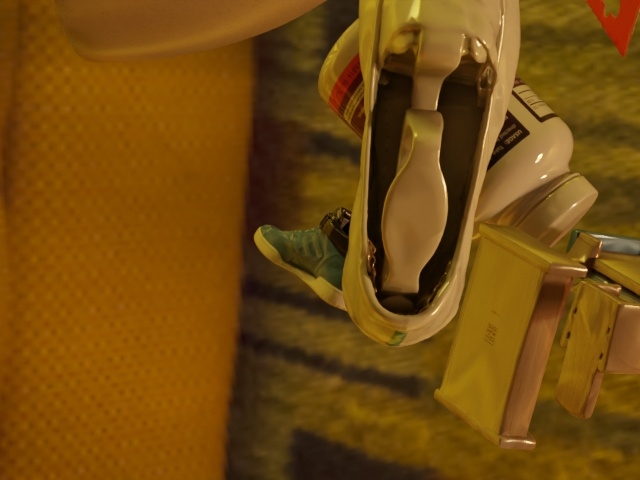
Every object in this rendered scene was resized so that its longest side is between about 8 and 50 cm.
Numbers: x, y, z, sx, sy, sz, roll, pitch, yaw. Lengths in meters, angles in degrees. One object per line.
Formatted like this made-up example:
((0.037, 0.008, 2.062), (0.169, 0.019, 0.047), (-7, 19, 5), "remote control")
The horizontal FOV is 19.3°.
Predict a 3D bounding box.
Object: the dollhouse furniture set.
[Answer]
((0.323, 0.123, 1.954), (0.286, 0.303, 0.198), (35, 115, 58), "dollhouse furniture set")

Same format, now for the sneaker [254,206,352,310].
((0.001, 0.000, 1.849), (0.152, 0.058, 0.084), (37, 102, 46), "sneaker")

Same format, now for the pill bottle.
((0.160, -0.125, 2.145), (0.323, 0.181, 0.181), (48, 122, 13), "pill bottle")

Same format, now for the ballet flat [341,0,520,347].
((0.091, -0.109, 1.522), (0.139, 0.139, 0.400), (8, 92, 40), "ballet flat")

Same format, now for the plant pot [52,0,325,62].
((-0.046, -0.248, 1.182), (0.191, 0.284, 0.284), (4, 97, 8), "plant pot")

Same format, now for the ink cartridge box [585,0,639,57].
((0.271, -0.310, 1.723), (0.189, 0.066, 0.232), (-99, 26, -64), "ink cartridge box")
